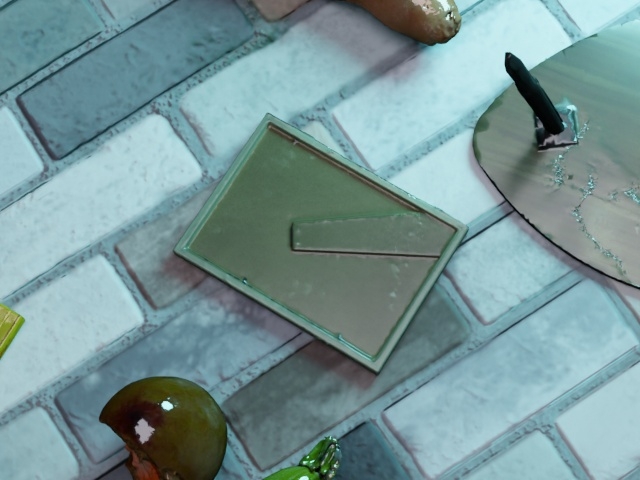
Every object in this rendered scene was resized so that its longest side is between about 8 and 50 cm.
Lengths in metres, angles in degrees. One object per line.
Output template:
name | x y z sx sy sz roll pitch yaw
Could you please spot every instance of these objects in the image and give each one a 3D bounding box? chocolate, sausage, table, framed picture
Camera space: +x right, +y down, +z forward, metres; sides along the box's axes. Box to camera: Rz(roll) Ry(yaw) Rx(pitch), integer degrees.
chocolate | -0.154 0.191 1.818 0.124 0.133 0.127 18 77 5
sausage | 0.004 -0.297 1.988 0.327 0.079 0.087 24 65 9
table | 0.330 -0.145 1.828 0.317 0.249 0.317 -1 73 4
framed picture | 0.000 0.000 1.927 0.250 0.016 0.184 29 76 11

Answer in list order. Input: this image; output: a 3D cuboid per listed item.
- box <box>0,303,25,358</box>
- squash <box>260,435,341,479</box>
box | -0.389 0.078 1.926 0.155 0.023 0.087 29 74 12
squash | -0.112 0.291 1.813 0.318 0.071 0.080 -27 72 -5
